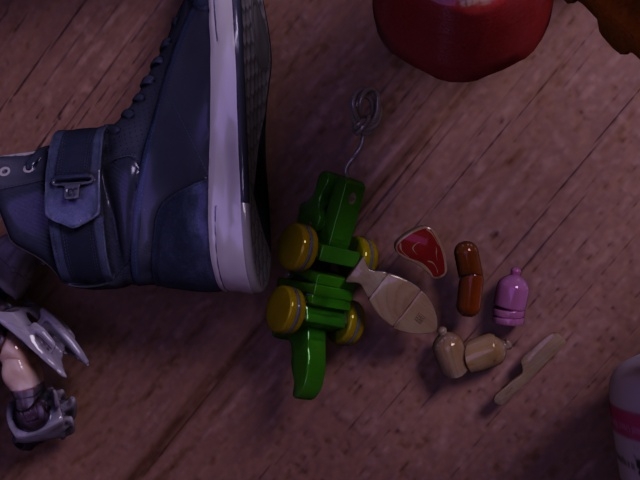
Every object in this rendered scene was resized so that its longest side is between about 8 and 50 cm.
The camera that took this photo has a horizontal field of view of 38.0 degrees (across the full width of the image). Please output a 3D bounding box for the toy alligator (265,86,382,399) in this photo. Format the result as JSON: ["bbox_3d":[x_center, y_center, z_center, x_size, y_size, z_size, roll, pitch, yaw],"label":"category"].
[{"bbox_3d":[0.000,0.000,0.567,0.051,0.056,0.190,8,86,56],"label":"toy alligator"}]

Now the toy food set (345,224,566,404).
[{"bbox_3d":[0.082,0.036,0.551,0.122,0.019,0.078,44,95,-6],"label":"toy food set"}]

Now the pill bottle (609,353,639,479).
[{"bbox_3d":[0.240,0.193,0.453,0.160,0.160,0.283,-7,89,13],"label":"pill bottle"}]

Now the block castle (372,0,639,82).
[{"bbox_3d":[0.264,-0.167,0.388,0.453,0.213,0.303,-39,72,-7],"label":"block castle"}]

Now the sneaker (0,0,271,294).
[{"bbox_3d":[-0.113,-0.079,0.557,0.163,0.086,0.226,-2,76,11],"label":"sneaker"}]

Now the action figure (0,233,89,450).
[{"bbox_3d":[-0.263,0.101,0.608,0.185,0.099,0.285,37,94,17],"label":"action figure"}]
